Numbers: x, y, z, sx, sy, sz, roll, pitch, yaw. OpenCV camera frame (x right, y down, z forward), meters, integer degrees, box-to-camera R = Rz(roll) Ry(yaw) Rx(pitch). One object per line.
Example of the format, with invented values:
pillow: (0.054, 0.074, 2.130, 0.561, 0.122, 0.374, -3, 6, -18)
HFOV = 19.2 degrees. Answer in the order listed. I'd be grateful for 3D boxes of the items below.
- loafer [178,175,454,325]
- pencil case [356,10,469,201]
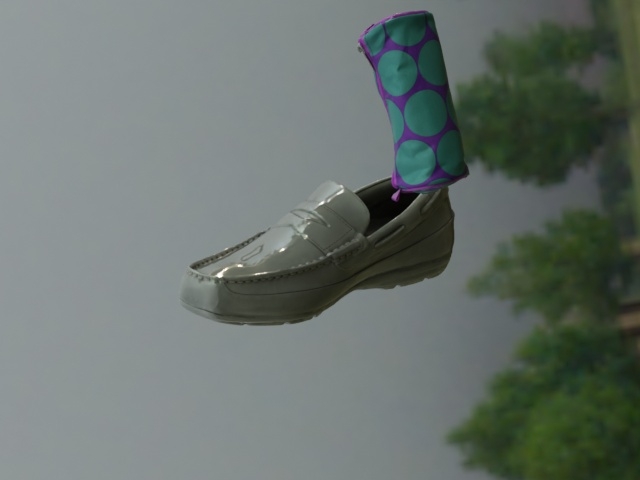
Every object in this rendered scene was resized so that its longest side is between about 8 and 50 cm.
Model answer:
loafer: (0.000, 0.000, 1.732, 0.319, 0.112, 0.111, -18, -62, -44)
pencil case: (0.077, -0.114, 1.591, 0.064, 0.070, 0.152, -171, 66, -83)
